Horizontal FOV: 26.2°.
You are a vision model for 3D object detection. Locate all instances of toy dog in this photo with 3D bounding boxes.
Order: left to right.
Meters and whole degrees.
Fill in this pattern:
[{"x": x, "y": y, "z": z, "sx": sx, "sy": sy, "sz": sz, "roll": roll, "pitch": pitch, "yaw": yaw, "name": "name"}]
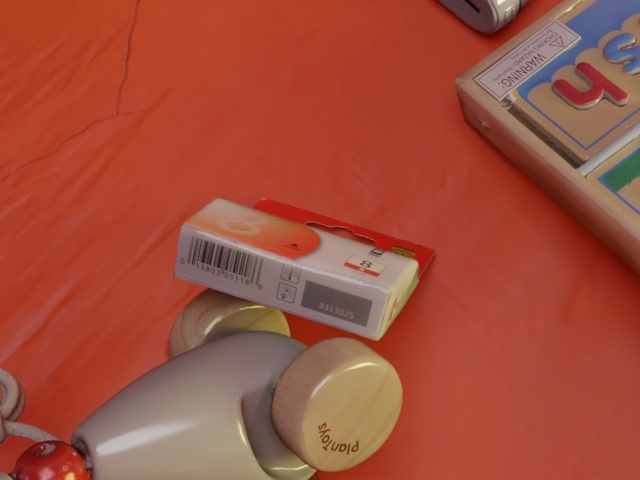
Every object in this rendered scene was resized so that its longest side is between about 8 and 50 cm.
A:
[{"x": -0.105, "y": 0.162, "z": 0.878, "sx": 0.334, "sy": 0.161, "sz": 0.220, "roll": -17, "pitch": 30, "yaw": -7, "name": "toy dog"}]

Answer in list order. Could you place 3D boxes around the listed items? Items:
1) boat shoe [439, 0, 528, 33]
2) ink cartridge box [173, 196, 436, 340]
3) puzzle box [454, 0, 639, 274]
[{"x": 0.080, "y": -0.257, "z": 1.084, "sx": 0.226, "sy": 0.083, "sz": 0.076, "roll": 46, "pitch": 68, "yaw": 6, "name": "boat shoe"}, {"x": 0.000, "y": 0.000, "z": 0.943, "sx": 0.145, "sy": 0.179, "sz": 0.045, "roll": 17, "pitch": 115, "yaw": 11, "name": "ink cartridge box"}, {"x": 0.335, "y": -0.143, "z": 0.981, "sx": 0.409, "sy": 0.052, "sz": 0.272, "roll": -37, "pitch": 54, "yaw": -9, "name": "puzzle box"}]
